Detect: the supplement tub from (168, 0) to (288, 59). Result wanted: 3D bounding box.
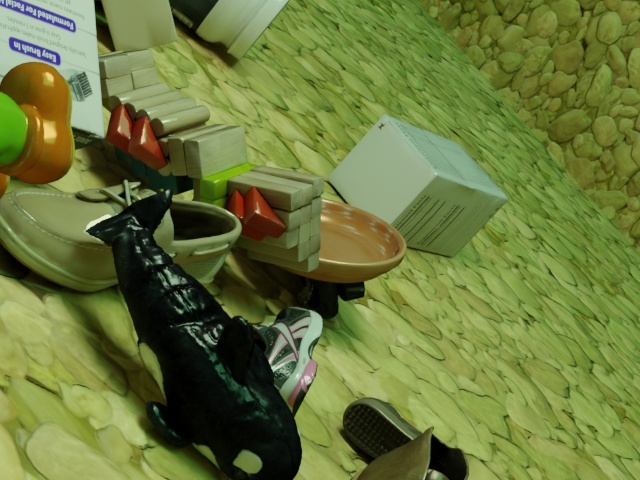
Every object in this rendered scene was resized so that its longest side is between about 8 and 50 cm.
[{"bbox_3d":[-0.177,-0.429,2.183,0.272,0.191,0.191,39,18,-7],"label":"supplement tub"}]

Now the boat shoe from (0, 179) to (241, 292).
[{"bbox_3d":[-0.189,-0.014,1.348,0.302,0.098,0.109,15,32,-55],"label":"boat shoe"}]

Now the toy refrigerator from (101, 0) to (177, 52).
[{"bbox_3d":[-0.257,-0.391,1.846,0.102,0.094,0.269,-109,-175,-58],"label":"toy refrigerator"}]

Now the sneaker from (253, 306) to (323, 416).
[{"bbox_3d":[-0.046,0.105,1.424,0.077,0.072,0.178,27,15,-9],"label":"sneaker"}]

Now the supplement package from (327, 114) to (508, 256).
[{"bbox_3d":[0.149,-0.078,2.135,0.139,0.134,0.244,51,20,27],"label":"supplement package"}]

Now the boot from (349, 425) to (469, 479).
[{"bbox_3d":[0.061,0.249,1.234,0.112,0.115,0.305,42,19,-3],"label":"boot"}]

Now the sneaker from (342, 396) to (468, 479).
[{"bbox_3d":[0.106,0.228,1.448,0.188,0.066,0.071,47,18,14],"label":"sneaker"}]

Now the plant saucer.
[{"bbox_3d":[0.000,0.000,1.649,0.200,0.037,0.200,12,22,-5],"label":"plant saucer"}]

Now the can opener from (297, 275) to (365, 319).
[{"bbox_3d":[-0.006,0.035,1.692,0.073,0.059,0.186,3,23,-21],"label":"can opener"}]

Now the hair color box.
[{"bbox_3d":[-0.321,-0.261,1.388,0.185,0.110,0.338,15,62,-54],"label":"hair color box"}]

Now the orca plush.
[{"bbox_3d":[-0.084,0.080,1.231,0.151,0.102,0.287,-3,65,-46],"label":"orca plush"}]

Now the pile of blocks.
[{"bbox_3d":[-0.160,-0.078,1.539,0.362,0.149,0.113,38,32,20],"label":"pile of blocks"}]

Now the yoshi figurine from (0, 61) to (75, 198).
[{"bbox_3d":[-0.372,-0.113,1.077,0.203,0.203,0.362,31,18,30],"label":"yoshi figurine"}]
